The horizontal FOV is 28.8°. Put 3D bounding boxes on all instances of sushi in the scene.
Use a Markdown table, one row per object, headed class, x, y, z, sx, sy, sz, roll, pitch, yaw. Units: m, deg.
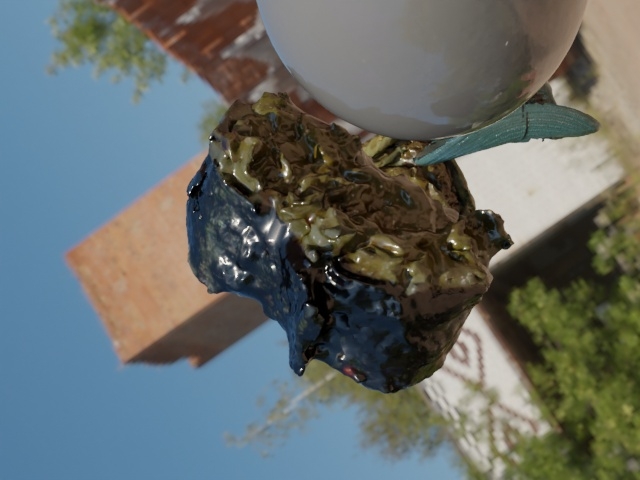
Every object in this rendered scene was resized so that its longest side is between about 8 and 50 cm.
| class | x | y | z | sx | sy | sz | roll | pitch | yaw |
| --- | --- | --- | --- | --- | --- | --- | --- | --- | --- |
| sushi | 0.000 | 0.000 | 0.803 | 0.212 | 0.115 | 0.147 | 38 | -135 | 20 |

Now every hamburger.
| class | x | y | z | sx | sy | sz | roll | pitch | yaw |
| --- | --- | --- | --- | --- | --- | --- | --- | --- | --- |
| hamburger | 0.066 | -0.027 | 1.373 | 0.183 | 0.206 | 0.130 | 58 | -171 | -25 |

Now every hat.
| class | x | y | z | sx | sy | sz | roll | pitch | yaw |
| --- | --- | --- | --- | --- | --- | --- | --- | --- | --- |
| hat | 0.178 | -0.127 | 1.237 | 0.138 | 0.191 | 0.078 | -151 | 50 | -85 |

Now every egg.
| class | x | y | z | sx | sy | sz | roll | pitch | yaw |
| --- | --- | --- | --- | --- | --- | --- | --- | --- | --- |
| egg | 0.050 | -0.148 | 0.634 | 0.176 | 0.176 | 0.232 | 59 | 180 | 24 |
